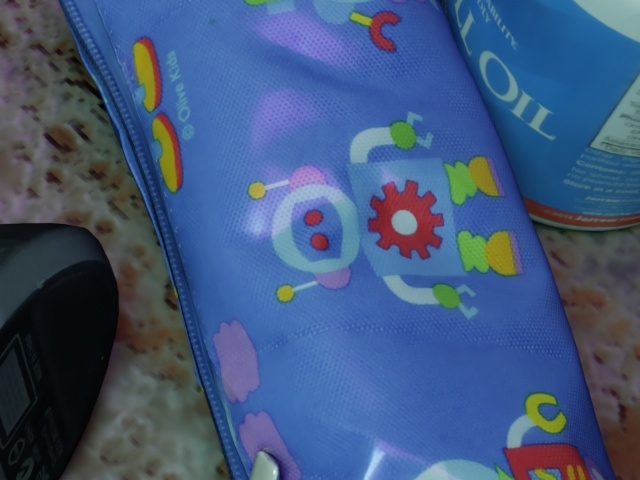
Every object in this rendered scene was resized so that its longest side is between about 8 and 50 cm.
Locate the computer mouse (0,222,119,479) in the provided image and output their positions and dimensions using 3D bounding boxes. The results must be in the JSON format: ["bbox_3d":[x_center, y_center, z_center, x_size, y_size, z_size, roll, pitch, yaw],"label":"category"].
[{"bbox_3d":[-0.155,0.092,0.518,0.072,0.188,0.272,22,55,16],"label":"computer mouse"}]

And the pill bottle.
[{"bbox_3d":[0.113,-0.099,0.599,0.124,0.221,0.124,4,66,-8],"label":"pill bottle"}]

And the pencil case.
[{"bbox_3d":[0.000,0.000,0.593,0.133,0.119,0.306,-6,66,-30],"label":"pencil case"}]
